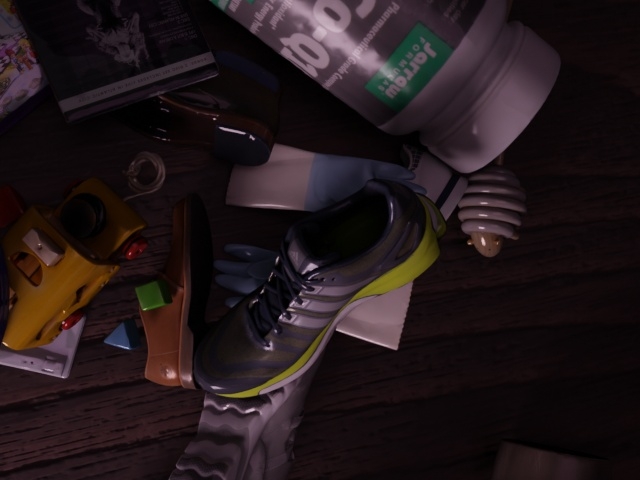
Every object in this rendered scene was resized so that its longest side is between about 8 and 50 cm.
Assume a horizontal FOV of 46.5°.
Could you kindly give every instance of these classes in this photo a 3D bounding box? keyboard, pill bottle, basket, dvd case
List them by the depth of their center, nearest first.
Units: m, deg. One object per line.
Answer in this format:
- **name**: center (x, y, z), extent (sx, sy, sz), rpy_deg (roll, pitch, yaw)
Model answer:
- **dvd case**: center (-0.222, -0.245, 0.758), extent (0.165, 0.018, 0.221), rpy_deg (-24, 88, -19)
- **keyboard**: center (-0.380, 0.079, 0.767), extent (0.256, 0.014, 0.072), rpy_deg (17, 78, -15)
- **pill bottle**: center (0.069, -0.246, 0.813), extent (0.361, 0.204, 0.204), rpy_deg (35, 78, -11)
- **basket**: center (0.259, 0.357, 0.870), extent (0.205, 0.154, 0.226), rpy_deg (12, 80, -13)

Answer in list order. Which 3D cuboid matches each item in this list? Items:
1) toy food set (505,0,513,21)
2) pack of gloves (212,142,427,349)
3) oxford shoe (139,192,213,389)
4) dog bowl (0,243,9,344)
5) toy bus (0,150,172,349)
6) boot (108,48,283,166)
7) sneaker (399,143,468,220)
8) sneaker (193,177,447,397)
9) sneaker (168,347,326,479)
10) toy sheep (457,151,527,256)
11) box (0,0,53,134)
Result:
- **toy food set**: center (0.149, -0.330, 0.933), extent (0.192, 0.038, 0.132), rpy_deg (23, 76, -4)
- **pack of gloves**: center (0.000, 0.000, 0.834), extent (0.232, 0.046, 0.195), rpy_deg (12, 86, 16)
- **oxford shoe**: center (-0.160, 0.051, 0.804), extent (0.076, 0.076, 0.212), rpy_deg (1, 80, 13)
- **dog bowl**: center (-0.419, 0.048, 0.653), extent (0.265, 0.104, 0.264), rpy_deg (1, 93, 10)
- **toy bus**: center (-0.254, 0.011, 0.728), extent (0.191, 0.104, 0.202), rpy_deg (-3, 88, 5)
- **boot**: center (-0.146, -0.165, 0.829), extent (0.219, 0.082, 0.106), rpy_deg (22, 57, -6)
- **sneaker**: center (0.074, -0.004, 0.874), extent (0.095, 0.090, 0.235), rpy_deg (37, 74, 1)
- **sneaker**: center (-0.018, 0.039, 0.737), extent (0.300, 0.121, 0.111), rpy_deg (-42, 58, 4)
- **sneaker**: center (-0.072, 0.208, 0.822), extent (0.281, 0.105, 0.115), rpy_deg (-60, 139, -17)
- **toy sheep**: center (0.211, -0.045, 0.908), extent (0.091, 0.091, 0.132), rpy_deg (8, 81, -16)
- **box**: center (-0.359, -0.221, 0.763), extent (0.293, 0.057, 0.201), rpy_deg (-43, 99, -14)
